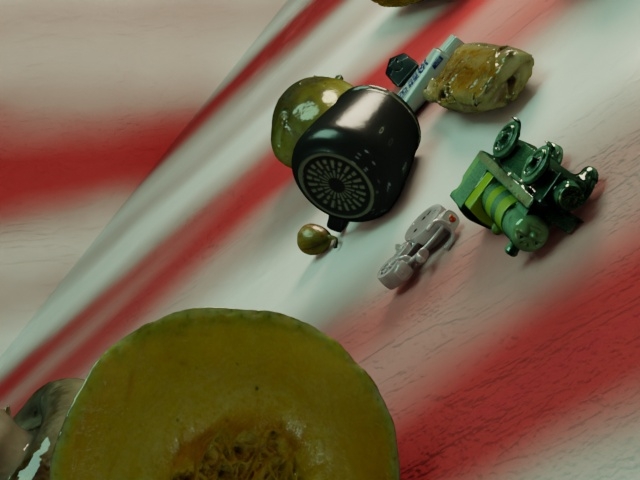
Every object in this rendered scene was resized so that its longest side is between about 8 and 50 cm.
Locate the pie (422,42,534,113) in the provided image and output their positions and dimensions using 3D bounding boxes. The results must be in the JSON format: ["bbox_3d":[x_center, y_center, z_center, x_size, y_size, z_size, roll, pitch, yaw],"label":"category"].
[{"bbox_3d":[0.224,-0.236,1.584,0.128,0.068,0.282,-48,18,1],"label":"pie"}]

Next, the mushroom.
[{"bbox_3d":[-0.452,0.359,1.632,0.362,0.294,0.362,-43,21,21],"label":"mushroom"}]

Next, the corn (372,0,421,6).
[{"bbox_3d":[0.201,-0.539,2.129,0.144,0.144,0.387,-53,15,-8],"label":"corn"}]

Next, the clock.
[{"bbox_3d":[0.125,0.007,1.386,0.129,0.041,0.087,-50,14,-16],"label":"clock"}]

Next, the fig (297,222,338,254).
[{"bbox_3d":[0.000,0.000,1.691,0.083,0.050,0.050,6,56,48],"label":"fig"}]

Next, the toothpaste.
[{"bbox_3d":[0.134,-0.214,1.797,0.297,0.048,0.075,-51,21,9],"label":"toothpaste"}]

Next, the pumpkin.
[{"bbox_3d":[-0.112,0.231,1.054,0.332,0.332,0.199,-57,17,-21],"label":"pumpkin"}]

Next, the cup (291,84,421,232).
[{"bbox_3d":[0.052,-0.115,1.639,0.223,0.169,0.177,104,-168,-49],"label":"cup"}]

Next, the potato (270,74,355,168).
[{"bbox_3d":[-0.008,-0.216,1.970,0.197,0.149,0.228,-24,25,24],"label":"potato"}]

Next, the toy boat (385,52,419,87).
[{"bbox_3d":[0.143,-0.302,1.924,0.055,0.060,0.141,-48,11,9],"label":"toy boat"}]

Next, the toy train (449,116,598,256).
[{"bbox_3d":[0.228,-0.054,1.221,0.132,0.083,0.200,-57,16,13],"label":"toy train"}]
